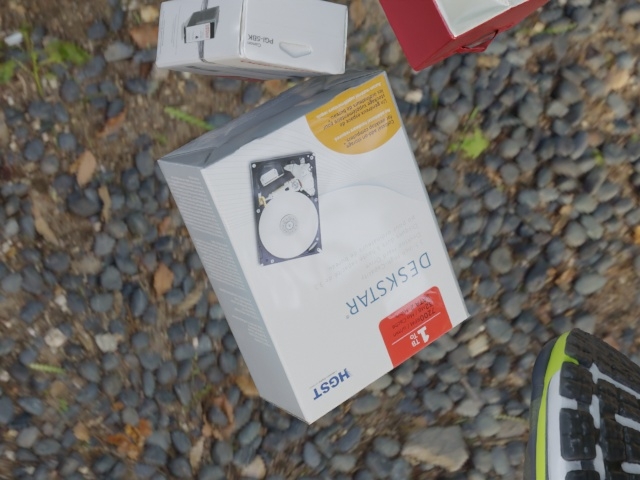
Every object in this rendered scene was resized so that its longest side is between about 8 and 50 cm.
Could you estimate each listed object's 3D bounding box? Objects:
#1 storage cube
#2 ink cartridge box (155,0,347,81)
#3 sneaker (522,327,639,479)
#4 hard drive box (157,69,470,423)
[{"bbox_3d":[0.186,-0.359,1.471,0.183,0.193,0.215,-26,91,-10],"label":"storage cube"},{"bbox_3d":[-0.056,-0.162,0.890,0.099,0.135,0.056,4,92,-36],"label":"ink cartridge box"},{"bbox_3d":[0.114,0.182,0.557,0.111,0.121,0.300,30,54,-24],"label":"sneaker"},{"bbox_3d":[0.000,0.000,0.919,0.181,0.089,0.232,-32,114,-24],"label":"hard drive box"}]
